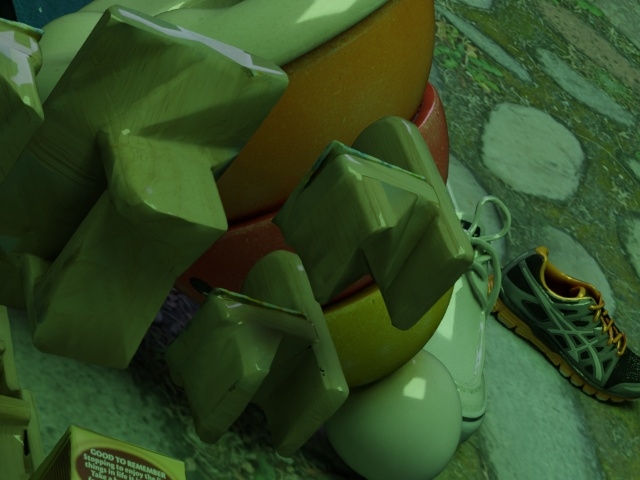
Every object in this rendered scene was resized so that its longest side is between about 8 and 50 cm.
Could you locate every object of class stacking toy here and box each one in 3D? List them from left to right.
[{"bbox_3d":[0.000,0.000,1.301,0.480,0.350,0.350,65,24,-20],"label":"stacking toy"}]

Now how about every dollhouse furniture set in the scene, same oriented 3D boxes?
[{"bbox_3d":[-0.184,-0.002,1.022,0.362,0.394,0.256,17,37,-34],"label":"dollhouse furniture set"}]

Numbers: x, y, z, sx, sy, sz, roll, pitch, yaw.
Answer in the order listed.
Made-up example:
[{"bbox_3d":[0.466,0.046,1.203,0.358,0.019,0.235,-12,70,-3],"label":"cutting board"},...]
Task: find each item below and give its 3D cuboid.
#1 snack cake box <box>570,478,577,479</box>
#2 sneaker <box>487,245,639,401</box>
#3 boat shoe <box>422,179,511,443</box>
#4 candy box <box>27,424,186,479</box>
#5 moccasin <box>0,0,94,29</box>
[{"bbox_3d":[0.232,0.337,1.341,0.152,0.089,0.264,34,30,-6],"label":"snack cake box"},{"bbox_3d":[0.274,0.090,1.723,0.215,0.083,0.084,36,29,-10],"label":"sneaker"},{"bbox_3d":[0.112,0.017,1.565,0.136,0.156,0.367,23,33,-26],"label":"boat shoe"},{"bbox_3d":[-0.144,0.281,0.901,0.087,0.183,0.316,24,33,-26],"label":"candy box"},{"bbox_3d":[-0.230,-0.203,1.466,0.137,0.117,0.342,-22,73,-18],"label":"moccasin"}]
